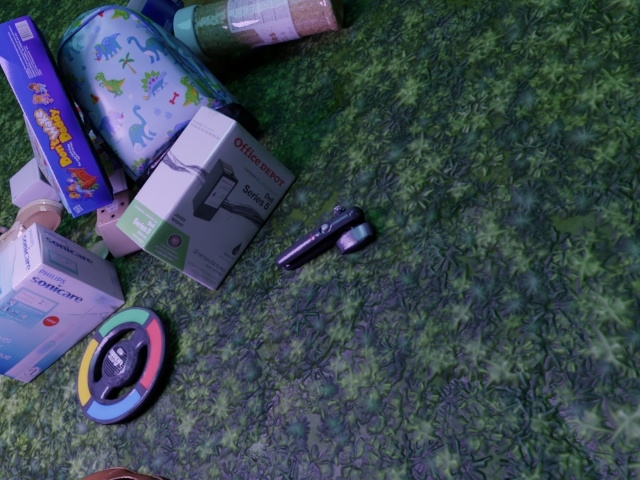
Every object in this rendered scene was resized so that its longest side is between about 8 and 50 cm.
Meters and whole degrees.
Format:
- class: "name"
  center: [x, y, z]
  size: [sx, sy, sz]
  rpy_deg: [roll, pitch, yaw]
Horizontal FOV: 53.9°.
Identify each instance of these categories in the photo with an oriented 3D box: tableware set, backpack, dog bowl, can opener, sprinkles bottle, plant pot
- class: "tableware set"
  center: [-0.464, -0.019, 1.422]
  size: [0.141, 0.020, 0.169]
  rpy_deg: [-20, 54, 21]
- class: "backpack"
  center: [-0.351, -0.296, 1.257]
  size: [0.290, 0.273, 0.356]
  rpy_deg: [-36, 80, 10]
- class: "dog bowl"
  center: [-0.426, -0.467, 1.456]
  size: [0.265, 0.104, 0.265]
  rpy_deg: [-43, 30, 33]
- class: "can opener"
  center: [0.000, 0.000, 1.071]
  size: [0.186, 0.059, 0.073]
  rpy_deg: [-26, 53, 19]
- class: "sprinkles bottle"
  center: [-0.133, -0.474, 1.347]
  size: [0.355, 0.121, 0.121]
  rpy_deg: [-8, 60, 17]
- class: "plant pot"
  center: [-0.415, -0.044, 1.334]
  size: [0.108, 0.096, 0.109]
  rpy_deg: [-19, 56, 7]

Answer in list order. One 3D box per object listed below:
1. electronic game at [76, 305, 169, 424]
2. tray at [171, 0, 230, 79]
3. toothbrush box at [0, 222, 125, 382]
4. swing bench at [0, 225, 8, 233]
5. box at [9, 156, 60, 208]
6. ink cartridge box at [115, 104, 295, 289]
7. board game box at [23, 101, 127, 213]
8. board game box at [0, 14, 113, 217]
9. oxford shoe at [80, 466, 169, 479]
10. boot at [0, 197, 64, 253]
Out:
- class: "electronic game"
  center: [-0.380, 0.235, 1.200]
  size: [0.229, 0.048, 0.230]
  rpy_deg: [-17, 56, 26]
- class: "tray"
  center: [-0.295, -0.517, 1.558]
  size: [0.202, 0.076, 0.411]
  rpy_deg: [10, 71, 38]
- class: "toothbrush box"
  center: [-0.590, 0.135, 1.289]
  size: [0.295, 0.216, 0.126]
  rpy_deg: [-39, 50, 8]
- class: "swing bench"
  center: [-1.013, -0.068, 1.665]
  size: [0.254, 0.253, 0.165]
  rpy_deg: [31, 84, 42]
- class: "box"
  center: [-0.730, -0.137, 1.623]
  size: [0.102, 0.087, 0.101]
  rpy_deg: [-39, 50, 10]
- class: "ink cartridge box"
  center: [-0.204, -0.076, 1.159]
  size: [0.114, 0.198, 0.273]
  rpy_deg: [32, 85, 41]
- class: "board game box"
  center: [-0.581, -0.204, 1.491]
  size: [0.142, 0.144, 0.275]
  rpy_deg: [-21, 42, -28]
- class: "board game box"
  center: [-0.506, -0.232, 1.211]
  size: [0.078, 0.347, 0.233]
  rpy_deg: [-24, 16, -13]
- class: "oxford shoe"
  center: [-0.351, 0.417, 1.060]
  size: [0.212, 0.076, 0.076]
  rpy_deg: [-14, 59, 29]
- class: "boot"
  center: [-0.679, 0.041, 1.433]
  size: [0.261, 0.095, 0.204]
  rpy_deg: [-34, 46, 25]
